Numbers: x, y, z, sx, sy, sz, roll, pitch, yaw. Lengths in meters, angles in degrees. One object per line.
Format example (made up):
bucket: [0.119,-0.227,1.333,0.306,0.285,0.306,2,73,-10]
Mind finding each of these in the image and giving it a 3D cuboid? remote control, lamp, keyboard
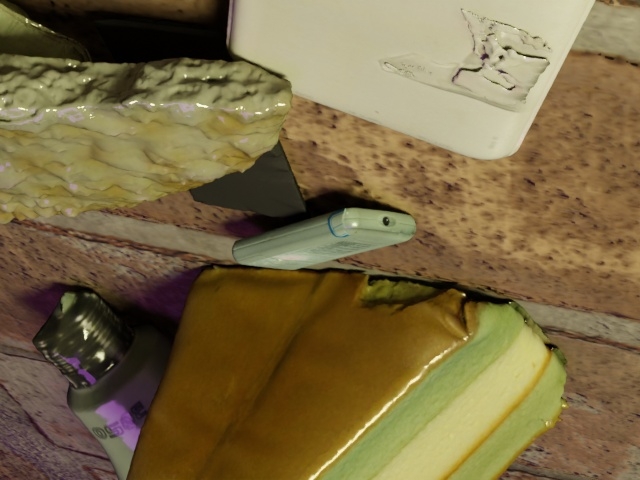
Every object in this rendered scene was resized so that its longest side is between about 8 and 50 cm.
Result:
remote control: [0.000,0.000,0.911,0.053,0.017,0.124,6,167,-34]
lamp: [-0.109,0.175,1.215,0.314,0.182,0.182,32,154,-21]
keyboard: [-0.056,-0.061,0.831,0.074,0.015,0.196,13,158,18]

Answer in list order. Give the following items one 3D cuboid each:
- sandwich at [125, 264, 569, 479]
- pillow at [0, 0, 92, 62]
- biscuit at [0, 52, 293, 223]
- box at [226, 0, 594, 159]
sandwich: [0.016,0.139,1.003,0.227,0.198,0.155,2,153,33]
pillow: [-0.266,-0.126,0.742,0.302,0.075,0.185,32,148,-34]
biscuit: [-0.155,-0.046,0.754,0.290,0.038,0.141,0,157,2]
box: [0.038,-0.115,0.598,0.142,0.044,0.285,19,158,1]
